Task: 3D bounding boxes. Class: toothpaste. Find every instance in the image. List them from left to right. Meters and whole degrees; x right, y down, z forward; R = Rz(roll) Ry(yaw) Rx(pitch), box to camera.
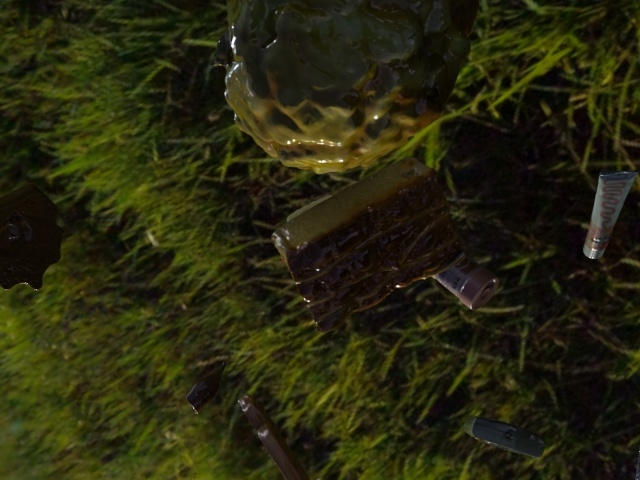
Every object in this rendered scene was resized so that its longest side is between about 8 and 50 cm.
[{"bbox_3d":[0.448,-0.043,1.233,0.205,0.056,0.036,81,-176,-54],"label":"toothpaste"}]

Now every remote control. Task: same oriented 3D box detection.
[{"bbox_3d":[0.262,0.282,1.141,0.098,0.038,0.233,16,170,10],"label":"remote control"}]

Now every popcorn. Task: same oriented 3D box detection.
[{"bbox_3d":[0.019,-0.201,0.820,0.247,0.282,0.282,24,143,-2],"label":"popcorn"}]

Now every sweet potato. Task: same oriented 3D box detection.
[{"bbox_3d":[-0.228,0.293,1.591,0.049,0.117,0.049,35,165,11],"label":"sweet potato"}]

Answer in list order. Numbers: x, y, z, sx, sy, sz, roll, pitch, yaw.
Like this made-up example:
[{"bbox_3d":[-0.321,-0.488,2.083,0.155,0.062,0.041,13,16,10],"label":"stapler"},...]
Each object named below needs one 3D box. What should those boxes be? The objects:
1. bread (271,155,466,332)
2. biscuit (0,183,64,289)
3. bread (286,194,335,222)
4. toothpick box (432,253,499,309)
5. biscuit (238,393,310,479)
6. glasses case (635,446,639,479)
[{"bbox_3d":[0.078,0.008,1.266,0.184,0.275,0.114,65,175,-31],"label":"bread"},{"bbox_3d":[-0.576,0.007,1.503,0.034,0.182,0.215,28,137,37],"label":"biscuit"},{"bbox_3d":[0.000,-0.001,1.597,0.068,0.125,0.188,55,-163,-39],"label":"bread"},{"bbox_3d":[0.336,0.083,1.867,0.149,0.098,0.098,41,144,32],"label":"toothpick box"},{"bbox_3d":[-0.080,0.416,1.556,0.288,0.044,0.202,47,166,53],"label":"biscuit"},{"bbox_3d":[0.654,0.409,1.468,0.109,0.282,0.067,16,143,14],"label":"glasses case"}]
